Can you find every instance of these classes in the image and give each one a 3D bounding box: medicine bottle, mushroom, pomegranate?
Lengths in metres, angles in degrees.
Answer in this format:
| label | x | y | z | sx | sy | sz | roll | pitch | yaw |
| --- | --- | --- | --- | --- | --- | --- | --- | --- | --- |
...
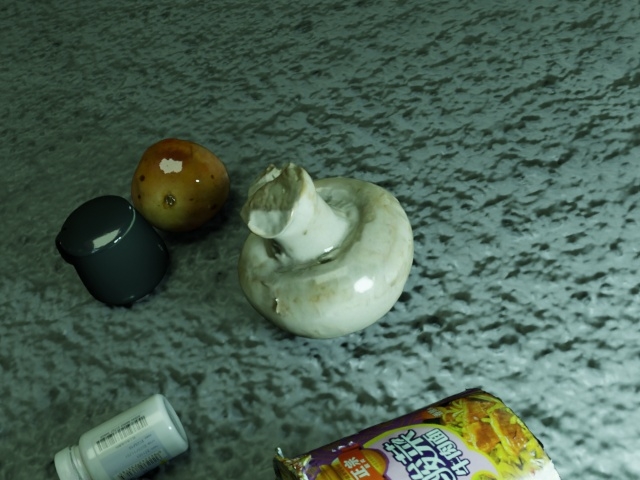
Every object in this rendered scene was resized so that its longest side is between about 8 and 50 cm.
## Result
| label | x | y | z | sx | sy | sz | roll | pitch | yaw |
| --- | --- | --- | --- | --- | --- | --- | --- | --- | --- |
| medicine bottle | -0.310 | 0.326 | 1.358 | 0.187 | 0.102 | 0.102 | -29 | 45 | -6 |
| mushroom | 0.000 | 0.000 | 1.404 | 0.298 | 0.290 | 0.297 | -11 | 47 | 12 |
| pomegranate | -0.271 | -0.106 | 1.692 | 0.191 | 0.191 | 0.191 | -11 | 46 | 12 |

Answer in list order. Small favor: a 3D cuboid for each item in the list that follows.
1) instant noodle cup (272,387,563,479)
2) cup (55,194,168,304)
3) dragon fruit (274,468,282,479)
| label | x | y | z | sx | sy | sz | roll | pitch | yaw |
| --- | --- | --- | --- | --- | --- | --- | --- | --- | --- |
| instant noodle cup | 0.133 | 0.341 | 1.036 | 0.266 | 0.339 | 0.340 | -27 | 45 | -15 |
| cup | -0.410 | 0.016 | 1.634 | 0.223 | 0.176 | 0.169 | 4 | 54 | 23 |
| dragon fruit | -0.096 | 0.400 | 1.198 | 0.125 | 0.125 | 0.246 | 16 | 50 | 36 |
